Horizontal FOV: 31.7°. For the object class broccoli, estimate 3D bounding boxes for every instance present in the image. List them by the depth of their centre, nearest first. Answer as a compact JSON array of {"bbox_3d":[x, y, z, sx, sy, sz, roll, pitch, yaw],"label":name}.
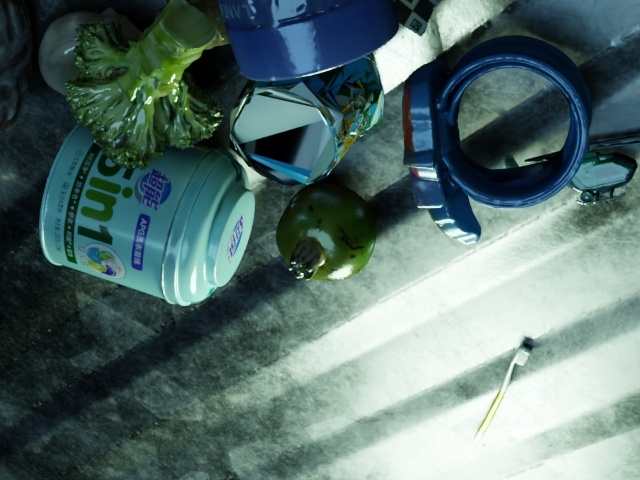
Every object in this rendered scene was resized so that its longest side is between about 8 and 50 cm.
[{"bbox_3d":[-0.243,-0.248,1.758,0.361,0.221,0.252,4,121,57],"label":"broccoli"}]

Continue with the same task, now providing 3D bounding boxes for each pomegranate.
[{"bbox_3d":[0.000,0.000,1.941,0.179,0.210,0.180,14,129,18],"label":"pomegranate"}]

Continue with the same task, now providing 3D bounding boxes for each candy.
[{"bbox_3d":[-0.599,-0.324,1.946,0.157,0.214,0.290,19,132,16],"label":"candy"}]

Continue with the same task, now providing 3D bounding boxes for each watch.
[{"bbox_3d":[0.272,-0.140,1.698,0.274,0.241,0.305,-8,111,17],"label":"watch"}]

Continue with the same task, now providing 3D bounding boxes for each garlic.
[{"bbox_3d":[-0.427,-0.302,1.981,0.148,0.128,0.266,44,143,2],"label":"garlic"}]

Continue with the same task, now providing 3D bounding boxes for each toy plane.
[{"bbox_3d":[0.403,-0.108,1.778,0.235,0.060,0.096,-10,114,26],"label":"toy plane"}]

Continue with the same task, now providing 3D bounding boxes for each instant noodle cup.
[{"bbox_3d":[-0.031,-0.207,1.810,0.240,0.178,0.240,12,130,14],"label":"instant noodle cup"}]

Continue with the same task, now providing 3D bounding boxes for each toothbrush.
[{"bbox_3d":[0.345,0.297,2.155,0.024,0.021,0.288,29,134,13],"label":"toothbrush"}]

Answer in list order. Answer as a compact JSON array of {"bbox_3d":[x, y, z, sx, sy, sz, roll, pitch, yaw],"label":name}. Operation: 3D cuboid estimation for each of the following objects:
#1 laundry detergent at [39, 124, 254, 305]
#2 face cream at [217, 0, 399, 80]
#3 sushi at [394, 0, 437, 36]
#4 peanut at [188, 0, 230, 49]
[{"bbox_3d":[-0.288,-0.049,1.981,0.305,0.287,0.287,17,132,11],"label":"laundry detergent"},{"bbox_3d":[-0.031,-0.377,1.617,0.249,0.249,0.225,-5,116,27],"label":"face cream"},{"bbox_3d":[0.134,-0.418,1.661,0.139,0.031,0.201,35,135,14],"label":"sushi"},{"bbox_3d":[-0.187,-0.430,1.727,0.159,0.143,0.291,-14,126,21],"label":"peanut"}]
